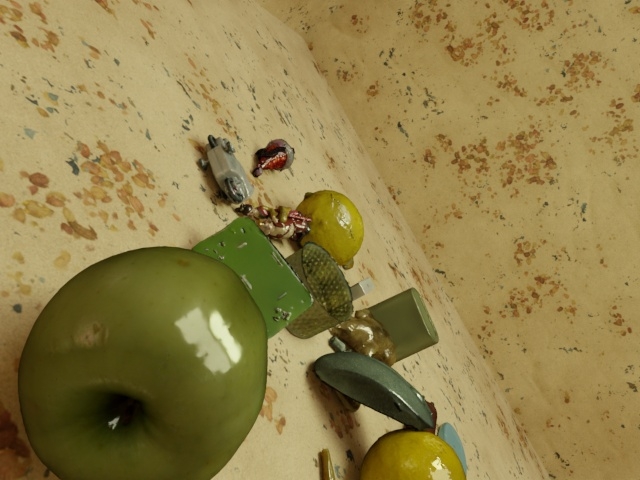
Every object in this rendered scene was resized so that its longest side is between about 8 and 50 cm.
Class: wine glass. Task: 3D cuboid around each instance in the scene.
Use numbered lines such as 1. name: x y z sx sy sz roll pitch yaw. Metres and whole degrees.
1. wine glass: 0.065 0.348 1.499 0.083 0.042 0.039 48 48 -22

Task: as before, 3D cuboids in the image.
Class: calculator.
1. calculator: 0.536 0.864 1.851 0.189 0.042 0.302 60 19 -1

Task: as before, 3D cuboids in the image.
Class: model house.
1. model house: -0.190 0.114 1.178 0.207 0.154 0.294 -36 85 -25

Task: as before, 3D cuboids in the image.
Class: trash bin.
1. trash bin: 0.295 0.333 1.740 0.121 0.247 0.244 21 44 -54

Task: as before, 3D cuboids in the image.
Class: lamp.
1. lamp: -0.148 -0.058 1.460 0.253 0.118 0.119 11 51 -47

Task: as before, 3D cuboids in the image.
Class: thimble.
1. thimble: -0.031 0.152 1.402 0.271 0.149 0.271 47 25 -29

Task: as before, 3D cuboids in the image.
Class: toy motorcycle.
1. toy motorcycle: -0.278 -0.205 1.406 0.260 0.110 0.171 64 5 29

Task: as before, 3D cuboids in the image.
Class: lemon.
1. lemon: 0.244 0.643 1.202 0.297 0.297 0.297 46 26 -30
2. lemon: 0.032 -0.045 1.654 0.284 0.260 0.260 56 22 8

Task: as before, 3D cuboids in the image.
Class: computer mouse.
1. computer mouse: 0.160 0.404 1.289 0.373 0.114 0.203 23 -2 11

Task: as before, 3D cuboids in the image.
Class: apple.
1. apple: -0.242 0.177 0.682 0.357 0.357 0.357 46 26 -30

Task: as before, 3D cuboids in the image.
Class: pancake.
1. pancake: 0.085 0.459 1.423 0.158 0.028 0.158 46 24 -28

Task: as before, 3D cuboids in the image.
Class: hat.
1. hat: -0.197 -0.301 1.711 0.140 0.129 0.227 22 38 16

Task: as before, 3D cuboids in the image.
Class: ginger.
1. ginger: 0.153 0.328 1.603 0.270 0.123 0.219 41 28 -36

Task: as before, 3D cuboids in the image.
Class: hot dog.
1. hot dog: 0.021 0.587 1.126 0.044 0.028 0.137 73 5 -55

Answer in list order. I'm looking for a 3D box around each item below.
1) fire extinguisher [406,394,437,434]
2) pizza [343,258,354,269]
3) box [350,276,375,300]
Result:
1. fire extinguisher: 0.374 0.688 1.665 0.337 0.106 0.148 -34 118 -68
2. pizza: 0.069 0.000 1.956 0.262 0.034 0.181 53 24 -15
3. box: 0.122 0.196 1.696 0.051 0.130 0.129 60 22 6
